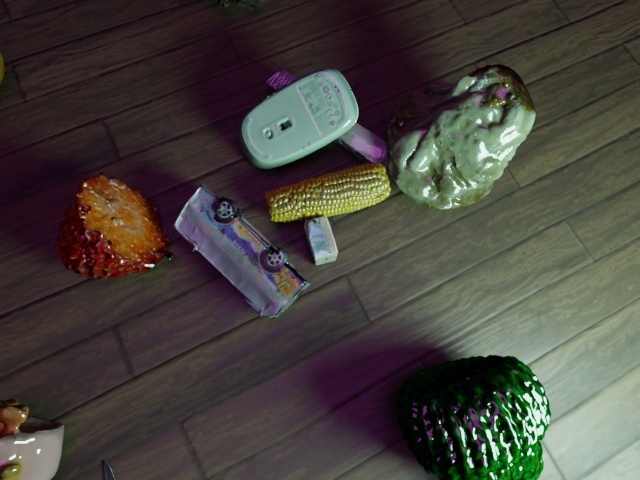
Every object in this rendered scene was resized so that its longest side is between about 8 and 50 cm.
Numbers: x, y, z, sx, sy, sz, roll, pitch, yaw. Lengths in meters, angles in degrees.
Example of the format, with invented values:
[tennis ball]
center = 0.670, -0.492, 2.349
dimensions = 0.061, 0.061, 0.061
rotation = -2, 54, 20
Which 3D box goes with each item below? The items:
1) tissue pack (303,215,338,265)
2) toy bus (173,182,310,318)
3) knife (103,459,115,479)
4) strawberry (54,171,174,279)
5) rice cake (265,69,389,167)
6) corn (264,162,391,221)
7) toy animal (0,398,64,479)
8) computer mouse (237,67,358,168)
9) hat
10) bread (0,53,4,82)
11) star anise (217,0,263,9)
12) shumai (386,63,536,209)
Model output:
[tissue pack]
center = 0.000, 0.000, 0.961
dimensions = 0.059, 0.074, 0.094
rotation = -15, 73, -6
[toy bus]
center = -0.171, 0.023, 0.928
dimensions = 0.317, 0.112, 0.138
rotation = 42, 85, 9
[knife]
center = -0.389, 0.505, 0.817
dimensions = 0.023, 0.010, 0.170
rotation = -21, 75, -10
[strawberry]
center = -0.449, -0.008, 0.900
dimensions = 0.178, 0.234, 0.233
rotation = -29, 76, 17
[rice cake]
center = 0.022, -0.294, 1.056
dimensions = 0.365, 0.056, 0.072
rotation = 36, 81, 6
[corn]
center = 0.030, -0.105, 0.980
dimensions = 0.311, 0.101, 0.101
rotation = -16, 76, -9
[toy animal]
center = -0.563, 0.433, 0.754
dimensions = 0.169, 0.196, 0.281
rotation = 26, 63, -38
[computer mouse]
center = -0.057, -0.275, 0.998
dimensions = 0.289, 0.097, 0.159
rotation = -27, 95, 9
[hat]
center = 0.307, 0.398, 0.798
dimensions = 0.274, 0.242, 0.331
rotation = -17, 89, 4
[bread]
center = -0.851, -0.368, 0.942
dimensions = 0.143, 0.195, 0.269
rotation = 38, 71, 17
[star anise]
center = -0.250, -0.703, 1.140
dimensions = 0.214, 0.099, 0.219
rotation = -6, 69, -20
[shumai]
center = 0.316, -0.248, 0.942
dimensions = 0.304, 0.263, 0.309
rotation = -39, 87, -27
